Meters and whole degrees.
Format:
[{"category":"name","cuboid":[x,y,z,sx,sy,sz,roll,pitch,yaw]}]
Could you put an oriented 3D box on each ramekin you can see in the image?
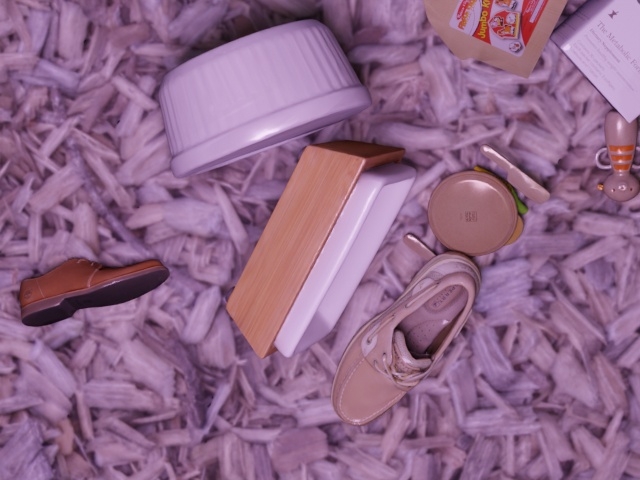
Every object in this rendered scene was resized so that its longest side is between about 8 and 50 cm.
[{"category":"ramekin","cuboid":[-0.080,-0.182,1.729,0.273,0.273,0.127,-21,91,7]}]

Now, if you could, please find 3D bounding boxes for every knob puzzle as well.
[{"category":"knob puzzle","cuboid":[0.219,-0.324,1.782,0.213,0.030,0.213,7,120,12]}]

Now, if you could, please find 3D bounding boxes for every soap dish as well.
[{"category":"soap dish","cuboid":[0.000,0.000,1.794,0.118,0.229,0.290,30,104,11]}]

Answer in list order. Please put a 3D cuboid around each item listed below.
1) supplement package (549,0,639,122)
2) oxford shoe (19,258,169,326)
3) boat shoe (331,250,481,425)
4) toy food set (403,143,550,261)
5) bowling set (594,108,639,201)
[{"category":"supplement package","cuboid":[0.432,-0.289,1.739,0.244,0.134,0.139,-43,100,12]},{"category":"oxford shoe","cuboid":[-0.317,0.053,1.896,0.212,0.076,0.076,-14,64,-5]},{"category":"boat shoe","cuboid":[0.112,0.149,1.878,0.109,0.098,0.302,36,111,-8]},{"category":"toy food set","cuboid":[0.212,-0.036,1.870,0.132,0.038,0.192,40,114,-3]},{"category":"bowling set","cuboid":[0.506,-0.085,1.764,0.287,0.200,0.154,-2,106,7]}]
